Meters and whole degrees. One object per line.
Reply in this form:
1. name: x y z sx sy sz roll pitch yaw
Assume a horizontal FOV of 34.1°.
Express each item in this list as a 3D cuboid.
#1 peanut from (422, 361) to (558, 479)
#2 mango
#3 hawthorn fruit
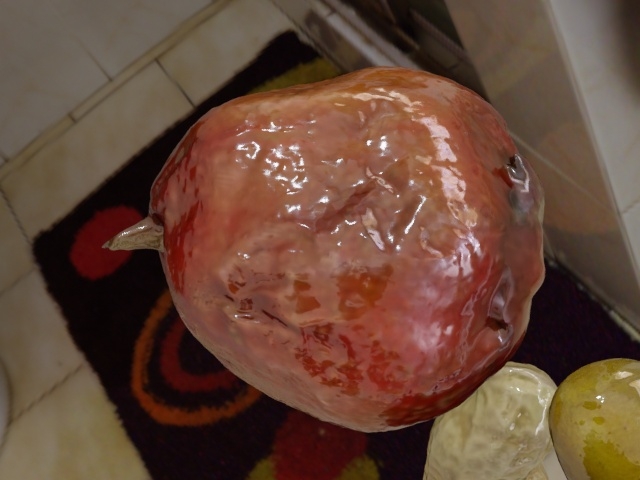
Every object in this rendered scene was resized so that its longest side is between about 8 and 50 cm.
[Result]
1. peanut: 0.197 0.252 1.204 0.153 0.325 0.140 26 50 13
2. mango: 0.287 0.194 0.855 0.167 0.262 0.130 -37 20 2
3. hawthorn fruit: 0.015 -0.002 0.482 0.173 0.179 0.173 -52 9 11
